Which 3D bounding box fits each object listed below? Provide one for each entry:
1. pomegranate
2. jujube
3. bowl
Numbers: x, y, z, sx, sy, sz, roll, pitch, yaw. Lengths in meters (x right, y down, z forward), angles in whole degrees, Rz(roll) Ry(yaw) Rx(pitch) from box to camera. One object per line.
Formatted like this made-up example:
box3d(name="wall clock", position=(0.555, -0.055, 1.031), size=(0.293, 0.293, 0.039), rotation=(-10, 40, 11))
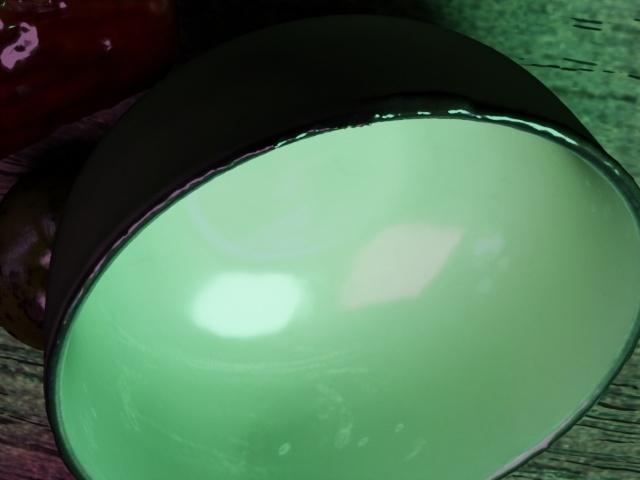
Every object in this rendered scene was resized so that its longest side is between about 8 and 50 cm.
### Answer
box3d(name="pomegranate", position=(-0.147, 0.024, 1.137), size=(0.138, 0.125, 0.163), rotation=(-19, 136, 10))
box3d(name="jujube", position=(-0.208, -0.121, 0.957), size=(0.255, 0.190, 0.190), rotation=(-12, 139, -3))
box3d(name="bowl", position=(0.000, 0.000, 1.004), size=(0.353, 0.185, 0.354), rotation=(-11, 138, -11))
